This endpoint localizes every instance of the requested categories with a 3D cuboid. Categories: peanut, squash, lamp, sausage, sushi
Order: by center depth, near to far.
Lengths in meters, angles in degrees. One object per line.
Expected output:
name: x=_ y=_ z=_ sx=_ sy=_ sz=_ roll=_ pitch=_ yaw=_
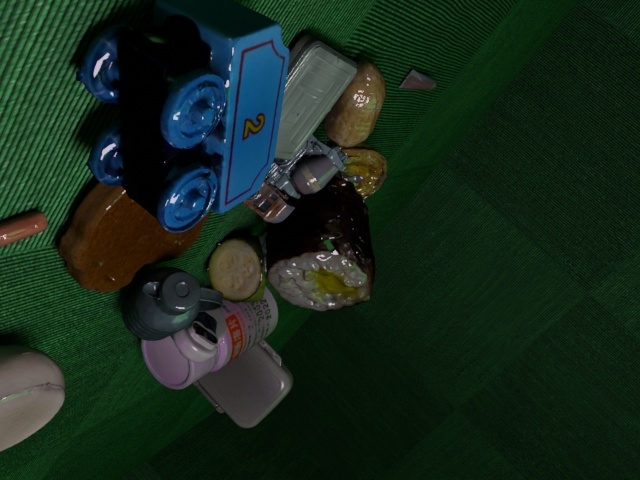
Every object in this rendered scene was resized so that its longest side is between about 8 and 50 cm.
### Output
sausage: x=-0.443 y=-0.017 z=0.893 sx=0.083 sy=0.034 sz=0.034 roll=-32 pitch=162 yaw=-44
lamp: x=-0.050 y=-0.284 z=1.259 sx=0.269 sy=0.047 sz=0.266 roll=-51 pitch=166 yaw=18
peanut: x=0.084 y=-0.323 z=1.435 sx=0.129 sy=0.129 sz=0.224 roll=-34 pitch=162 yaw=-42
lamp: x=-0.323 y=0.217 z=1.527 sx=0.108 sy=0.179 sz=0.246 roll=-45 pitch=-153 yaw=15
sushi: x=-0.001 y=-0.002 z=1.610 sx=0.299 sy=0.281 sz=0.294 roll=67 pitch=20 yaw=-49
squash: x=-0.182 y=0.077 z=1.703 sx=0.189 sy=0.189 sz=0.260 roll=-49 pitch=162 yaw=15

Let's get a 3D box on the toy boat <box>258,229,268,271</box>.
toy boat: x=-0.105 y=-0.005 z=1.895 sx=0.290 sy=0.100 sz=0.199 roll=-39 pitch=166 yaw=-32

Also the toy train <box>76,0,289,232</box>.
toy train: x=-0.178 y=-0.172 z=0.855 sx=0.265 sy=0.188 sz=0.300 roll=-40 pitch=154 yaw=-42

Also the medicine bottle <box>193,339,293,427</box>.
medicine bottle: x=-0.286 y=0.430 z=2.056 sx=0.282 sy=0.375 sz=0.123 roll=-45 pitch=171 yaw=4

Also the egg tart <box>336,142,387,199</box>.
egg tart: x=0.053 y=-0.189 z=1.753 sx=0.291 sy=0.107 sz=0.290 roll=-19 pitch=150 yaw=-11

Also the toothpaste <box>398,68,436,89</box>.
toothpaste: x=0.296 y=-0.479 z=1.832 sx=0.067 sy=0.043 sz=0.194 roll=-50 pitch=161 yaw=28

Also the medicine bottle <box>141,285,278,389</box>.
medicine bottle: x=-0.314 y=0.259 z=1.777 sx=0.388 sy=0.219 sz=0.219 roll=-27 pitch=158 yaw=-55

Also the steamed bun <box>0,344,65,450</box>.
steamed bun: x=-0.590 y=0.275 z=1.094 sx=0.232 sy=0.145 sz=0.232 roll=-33 pitch=157 yaw=-16

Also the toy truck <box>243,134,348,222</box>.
toy truck: x=-0.062 y=-0.149 z=1.471 sx=0.256 sy=0.140 sz=0.108 roll=-47 pitch=168 yaw=6

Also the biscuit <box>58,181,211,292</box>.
biscuit: x=-0.315 y=-0.046 z=1.135 sx=0.359 sy=0.074 sz=0.381 roll=-41 pitch=170 yaw=-12

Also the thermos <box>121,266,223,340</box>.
thermos: x=-0.317 y=0.134 z=1.303 sx=0.182 sy=0.144 sz=0.286 roll=9 pitch=163 yaw=-27
